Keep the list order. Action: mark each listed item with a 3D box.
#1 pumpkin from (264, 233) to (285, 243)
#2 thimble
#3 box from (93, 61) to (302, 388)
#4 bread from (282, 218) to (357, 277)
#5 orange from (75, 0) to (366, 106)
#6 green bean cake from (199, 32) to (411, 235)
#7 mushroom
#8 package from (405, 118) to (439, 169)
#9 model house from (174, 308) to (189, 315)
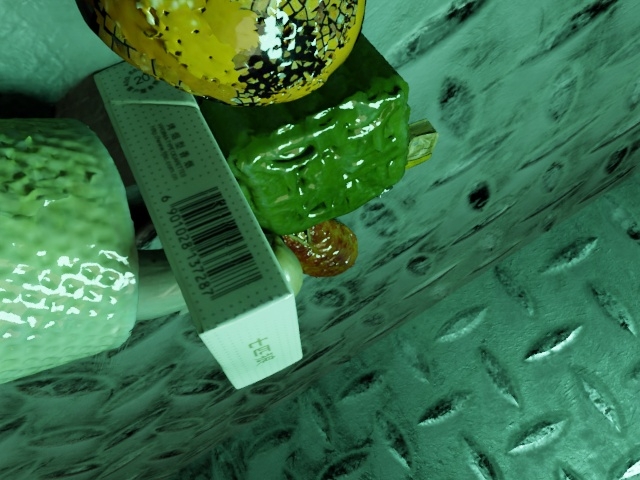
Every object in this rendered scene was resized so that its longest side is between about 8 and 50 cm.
[{"bbox_3d":[-0.116,0.021,0.972,0.108,0.119,0.183,-37,156,-14],"label":"pumpkin"},{"bbox_3d":[-0.308,0.011,0.545,0.150,0.270,0.271,-13,151,-41],"label":"thimble"},{"bbox_3d":[-0.132,-0.020,0.607,0.095,0.330,0.210,-25,155,-12],"label":"box"},{"bbox_3d":[-0.005,0.006,1.103,0.139,0.095,0.269,-41,151,4],"label":"bread"},{"bbox_3d":[-0.077,-0.212,0.429,0.234,0.234,0.182,-20,143,-23],"label":"orange"},{"bbox_3d":[-0.012,-0.133,0.747,0.250,0.156,0.247,-28,155,-7],"label":"green bean cake"},{"bbox_3d":[-0.191,0.039,0.770,0.329,0.159,0.122,-4,125,-4],"label":"mushroom"},{"bbox_3d":[0.171,-0.165,1.029,0.071,0.047,0.131,-24,154,-23],"label":"package"},{"bbox_3d":[-0.219,0.065,0.954,0.100,0.100,0.087,-12,148,-39],"label":"model house"}]
